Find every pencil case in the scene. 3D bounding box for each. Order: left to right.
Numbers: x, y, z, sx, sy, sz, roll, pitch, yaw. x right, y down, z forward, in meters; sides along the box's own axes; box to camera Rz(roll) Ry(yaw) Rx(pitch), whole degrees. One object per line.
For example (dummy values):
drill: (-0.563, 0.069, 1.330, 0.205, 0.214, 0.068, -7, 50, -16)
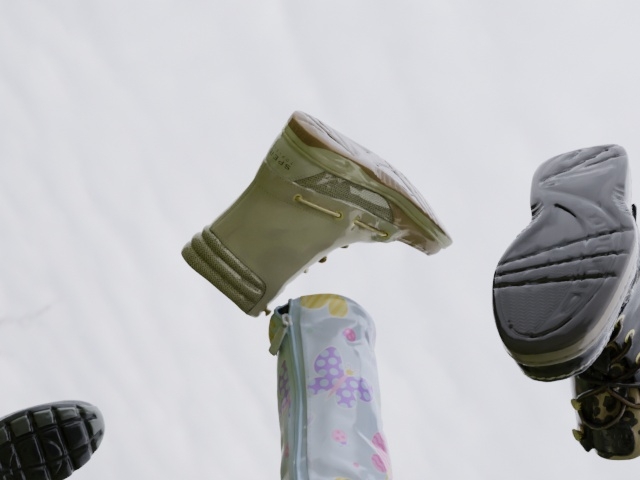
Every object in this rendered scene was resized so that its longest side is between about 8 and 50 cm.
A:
pencil case: (0.009, 0.180, 1.626, 0.113, 0.273, 0.124, -19, -44, 14)

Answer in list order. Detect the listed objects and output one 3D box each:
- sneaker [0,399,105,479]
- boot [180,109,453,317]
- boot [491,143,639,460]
sneaker: (-0.374, 0.232, 1.839, 0.106, 0.267, 0.101, -137, -149, -61)
boot: (0.000, 0.000, 1.710, 0.262, 0.203, 0.095, 30, 17, -45)
boot: (0.281, 0.100, 1.667, 0.138, 0.377, 0.284, -11, -64, 17)
